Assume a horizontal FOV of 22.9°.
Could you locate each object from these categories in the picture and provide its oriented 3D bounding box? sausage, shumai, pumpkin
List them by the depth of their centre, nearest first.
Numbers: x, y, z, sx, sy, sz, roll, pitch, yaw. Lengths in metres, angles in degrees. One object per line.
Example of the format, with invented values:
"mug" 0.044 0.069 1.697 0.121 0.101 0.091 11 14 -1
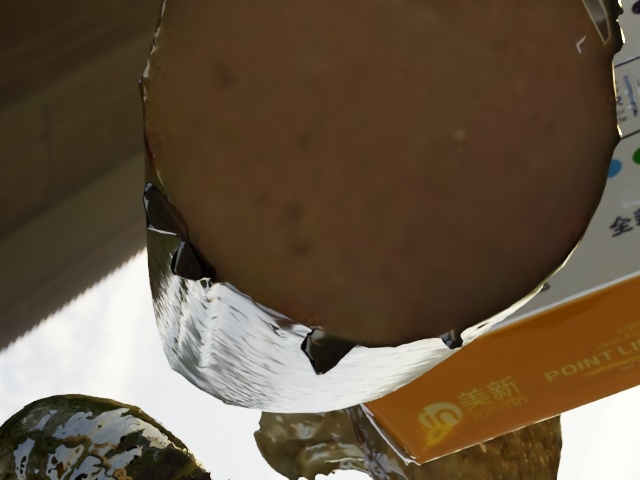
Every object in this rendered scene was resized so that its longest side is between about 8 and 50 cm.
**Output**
"sausage" -0.001 0.002 0.515 0.125 0.117 0.317 -59 -2 -14
"shumai" 0.056 0.105 1.061 0.161 0.153 0.209 -31 -90 -47
"pumpkin" -0.234 0.313 1.682 0.192 0.320 0.320 -42 -38 -46

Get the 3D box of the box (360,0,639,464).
"box" 0.140 -0.020 0.860 0.091 0.274 0.220 51 -158 -40
